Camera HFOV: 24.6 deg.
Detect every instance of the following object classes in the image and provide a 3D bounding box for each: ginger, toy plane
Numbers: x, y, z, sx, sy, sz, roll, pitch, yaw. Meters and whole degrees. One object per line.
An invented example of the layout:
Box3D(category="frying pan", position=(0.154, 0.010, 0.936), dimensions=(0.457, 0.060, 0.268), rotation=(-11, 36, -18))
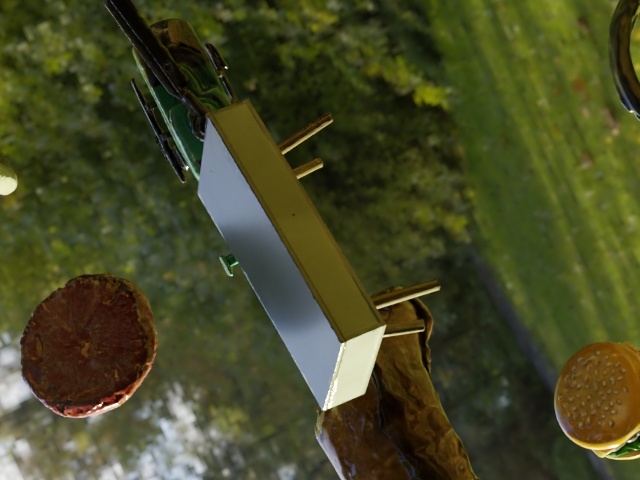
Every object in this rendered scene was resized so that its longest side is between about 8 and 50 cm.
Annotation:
Box3D(category="ginger", position=(0.084, 0.213, 1.741), dimensions=(0.165, 0.172, 0.321), rotation=(132, 126, -65))
Box3D(category="toy plane", position=(-0.106, -0.087, 1.519), dimensions=(0.155, 0.106, 0.381), rotation=(-150, 35, -83))

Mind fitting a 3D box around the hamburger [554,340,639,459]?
Box3D(category="hamburger", position=(0.392, 0.211, 1.945), dimensions=(0.115, 0.162, 0.162), rotation=(24, -148, -45))

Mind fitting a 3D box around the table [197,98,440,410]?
Box3D(category="table", position=(0.000, 0.000, 1.233), dimensions=(0.240, 0.111, 0.121), rotation=(59, 157, 25))

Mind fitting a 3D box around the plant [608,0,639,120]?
Box3D(category="plant", position=(0.385, -0.315, 1.458), dimensions=(0.251, 0.333, 0.180), rotation=(52, 162, 22))

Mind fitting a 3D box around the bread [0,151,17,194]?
Box3D(category="bread", position=(-0.361, -0.093, 1.533), dimensions=(0.112, 0.036, 0.193), rotation=(37, -177, -19))

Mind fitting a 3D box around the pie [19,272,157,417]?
Box3D(category="pie", position=(-0.230, 0.104, 1.462), dimensions=(0.154, 0.154, 0.036), rotation=(65, -175, 28))
